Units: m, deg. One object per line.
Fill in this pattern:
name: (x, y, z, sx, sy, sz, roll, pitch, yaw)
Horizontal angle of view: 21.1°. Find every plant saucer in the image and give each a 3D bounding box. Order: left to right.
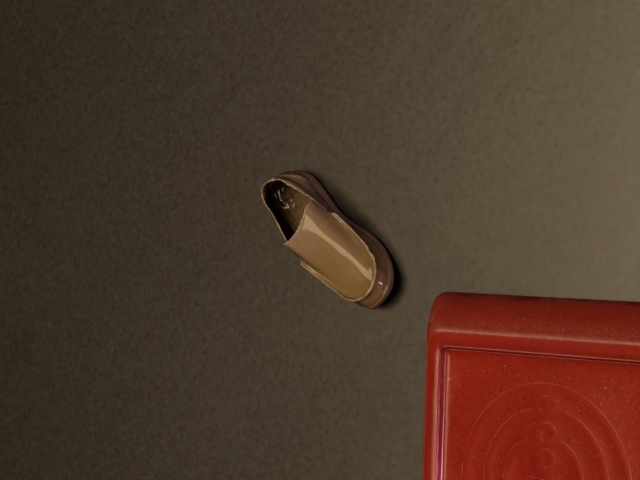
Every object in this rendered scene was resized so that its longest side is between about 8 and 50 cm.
plant saucer: (0.165, 0.170, 1.205, 0.259, 0.047, 0.258, 2, 90, 41)

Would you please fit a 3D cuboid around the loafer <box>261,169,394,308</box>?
loafer: (0.000, 0.000, 1.352, 0.148, 0.050, 0.056, 46, 117, 33)
